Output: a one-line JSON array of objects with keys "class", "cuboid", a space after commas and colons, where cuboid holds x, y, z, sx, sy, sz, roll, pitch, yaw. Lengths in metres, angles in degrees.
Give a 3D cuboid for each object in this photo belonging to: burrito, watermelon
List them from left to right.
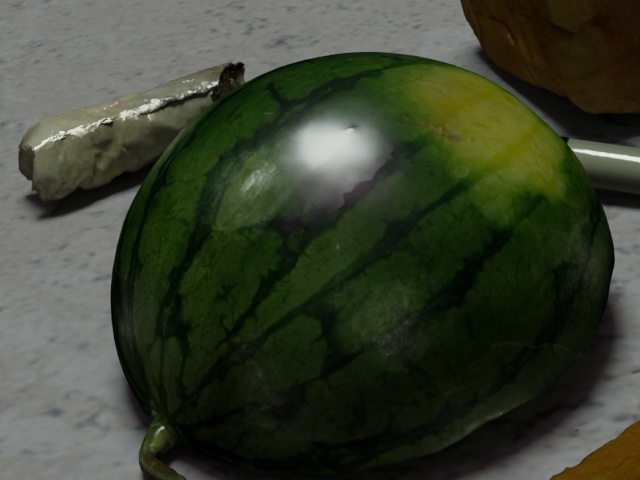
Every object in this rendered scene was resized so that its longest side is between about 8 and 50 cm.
[{"class": "burrito", "cuboid": [-0.093, -0.062, 0.886, 0.149, 0.041, 0.055, -24, 20, -25]}, {"class": "watermelon", "cuboid": [0.005, -0.004, 0.686, 0.232, 0.127, 0.204, -27, 38, -18]}]

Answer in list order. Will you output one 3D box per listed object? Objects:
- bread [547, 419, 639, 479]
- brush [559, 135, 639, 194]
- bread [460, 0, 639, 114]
[{"class": "bread", "cuboid": [0.141, 0.097, 0.522, 0.344, 0.084, 0.124, -27, 13, -28]}, {"class": "brush", "cuboid": [0.130, -0.035, 0.796, 0.299, 0.039, 0.042, 12, -3, 27]}, {"class": "bread", "cuboid": [0.156, -0.155, 0.884, 0.149, 0.143, 0.158, -22, 33, -10]}]
